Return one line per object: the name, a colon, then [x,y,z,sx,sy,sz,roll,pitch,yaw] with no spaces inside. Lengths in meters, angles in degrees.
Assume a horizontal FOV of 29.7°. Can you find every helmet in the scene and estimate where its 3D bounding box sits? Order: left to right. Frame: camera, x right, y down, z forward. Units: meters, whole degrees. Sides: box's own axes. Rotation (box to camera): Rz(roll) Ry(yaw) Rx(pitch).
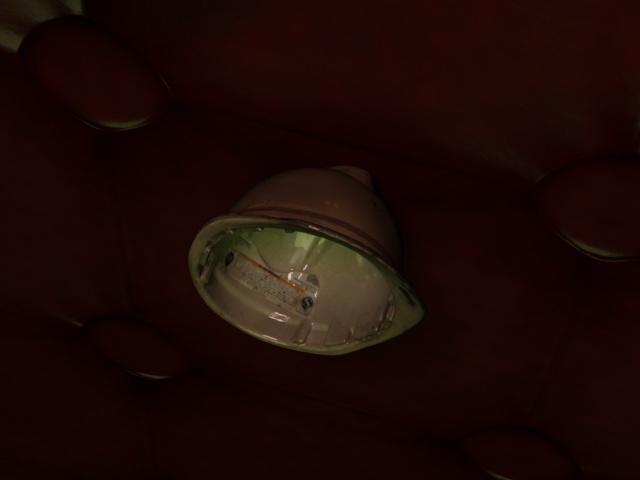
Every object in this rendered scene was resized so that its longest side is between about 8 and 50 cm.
helmet: [0.003,-0.004,1.112,0.204,0.137,0.257,36,149,-22]
